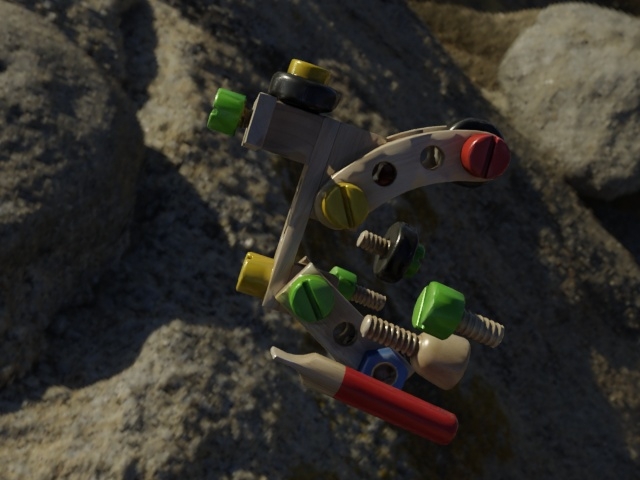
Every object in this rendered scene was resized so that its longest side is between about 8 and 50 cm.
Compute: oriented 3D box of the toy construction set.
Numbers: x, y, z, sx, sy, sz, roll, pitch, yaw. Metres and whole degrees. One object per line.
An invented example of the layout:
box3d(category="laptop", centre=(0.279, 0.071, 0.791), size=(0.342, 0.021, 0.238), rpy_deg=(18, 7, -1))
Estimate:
box3d(category="toy construction set", centre=(0.000, 0.000, 0.771), size=(0.237, 0.257, 0.309), rpy_deg=(24, 28, -11))
